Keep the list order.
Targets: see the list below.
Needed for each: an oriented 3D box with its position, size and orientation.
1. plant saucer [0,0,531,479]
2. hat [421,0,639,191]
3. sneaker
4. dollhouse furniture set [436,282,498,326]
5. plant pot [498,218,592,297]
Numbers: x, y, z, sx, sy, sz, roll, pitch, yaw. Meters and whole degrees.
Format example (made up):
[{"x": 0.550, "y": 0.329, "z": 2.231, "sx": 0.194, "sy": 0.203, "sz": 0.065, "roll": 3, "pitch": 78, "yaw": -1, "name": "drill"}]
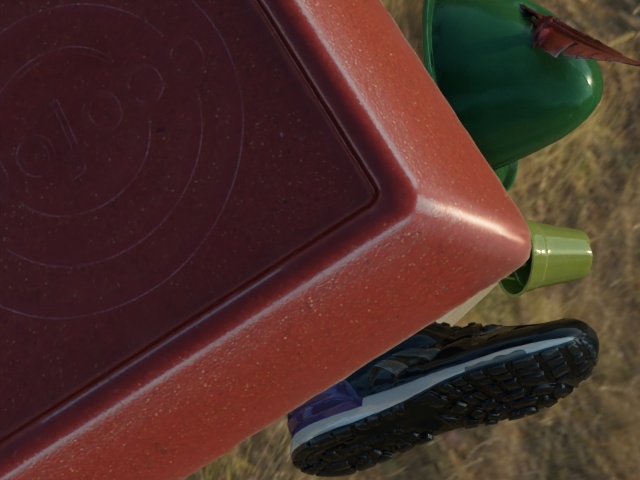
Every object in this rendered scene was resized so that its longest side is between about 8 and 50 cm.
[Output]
[{"x": -0.093, "y": -0.037, "z": 0.602, "sx": 0.258, "sy": 0.048, "sz": 0.259, "roll": -33, "pitch": 74, "yaw": 5, "name": "plant saucer"}, {"x": 0.182, "y": -0.123, "z": 1.051, "sx": 0.183, "sy": 0.173, "sz": 0.209, "roll": -11, "pitch": 47, "yaw": 26, "name": "hat"}, {"x": 0.094, "y": 0.098, "z": 1.339, "sx": 0.283, "sy": 0.107, "sz": 0.124, "roll": -20, "pitch": 55, "yaw": 14, "name": "sneaker"}, {"x": 0.030, "y": -0.036, "z": 1.818, "sx": 0.198, "sy": 0.286, "sz": 0.303, "roll": -41, "pitch": 121, "yaw": -6, "name": "dollhouse furniture set"}, {"x": 0.228, "y": 0.015, "z": 1.560, "sx": 0.079, "sy": 0.083, "sz": 0.083, "roll": -1, "pitch": 78, "yaw": -21, "name": "plant pot"}]
